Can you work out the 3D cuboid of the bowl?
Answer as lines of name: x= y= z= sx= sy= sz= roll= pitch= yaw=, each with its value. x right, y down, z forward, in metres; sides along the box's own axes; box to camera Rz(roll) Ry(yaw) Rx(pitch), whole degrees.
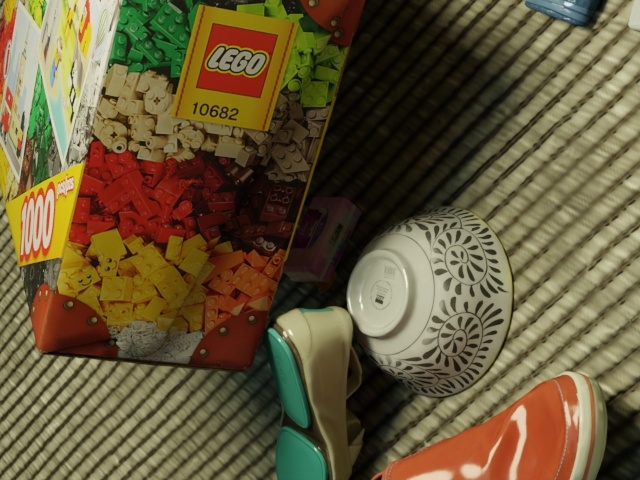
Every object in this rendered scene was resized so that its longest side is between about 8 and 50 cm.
bowl: x=0.076 y=0.049 z=1.205 sx=0.170 sy=0.080 sz=0.170 roll=-9 pitch=77 yaw=46

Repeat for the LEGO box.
LEGO box: x=-0.163 y=-0.171 z=1.283 sx=0.500 sy=0.193 sz=0.373 roll=-123 pitch=45 yaw=-57

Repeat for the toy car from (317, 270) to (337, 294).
toy car: x=0.009 y=0.093 z=1.318 sx=0.040 sy=0.060 sz=0.122 roll=95 pitch=-162 yaw=-81

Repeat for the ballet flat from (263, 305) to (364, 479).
ballet flat: x=0.004 y=0.157 z=1.248 sx=0.086 sy=0.086 sz=0.248 roll=43 pitch=147 yaw=43

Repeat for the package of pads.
package of pads: x=0.000 y=0.000 z=1.312 sx=0.050 sy=0.032 sz=0.083 roll=2 pitch=60 yaw=47

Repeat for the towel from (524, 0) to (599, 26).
towel: x=0.213 y=-0.239 z=1.143 sx=0.067 sy=0.029 sz=0.120 roll=32 pitch=106 yaw=45

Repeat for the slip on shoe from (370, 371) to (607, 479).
slip on shoe: x=0.101 y=0.212 z=1.119 sx=0.331 sy=0.101 sz=0.123 roll=-43 pitch=34 yaw=34

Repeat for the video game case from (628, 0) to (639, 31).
video game case: x=0.336 y=-0.234 z=1.013 sx=0.212 sy=0.023 sz=0.193 roll=20 pitch=98 yaw=48
